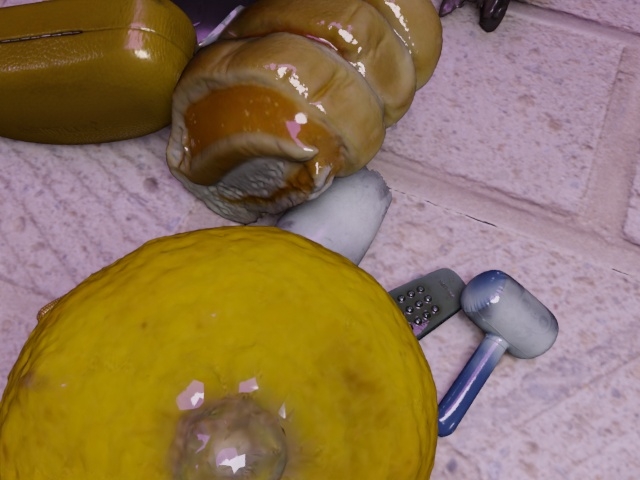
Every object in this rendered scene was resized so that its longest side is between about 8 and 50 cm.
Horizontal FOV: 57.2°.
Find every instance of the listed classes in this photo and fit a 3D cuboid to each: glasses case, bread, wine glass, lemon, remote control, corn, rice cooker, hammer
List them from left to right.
[{"bbox_3d":[-0.335,-0.211,0.779,0.371,0.173,0.141,0,77,17],"label":"glasses case"},{"bbox_3d":[-0.297,0.079,0.710,0.092,0.037,0.037,-27,64,-18],"label":"corn"},{"bbox_3d":[-0.159,-0.299,0.882,0.202,0.118,0.142,-1,61,-2],"label":"rice cooker"},{"bbox_3d":[-0.073,0.152,0.482,0.349,0.387,0.350,4,73,-14],"label":"lemon"},{"bbox_3d":[-0.024,-0.204,0.718,0.210,0.300,0.341,49,66,-21],"label":"bread"},{"bbox_3d":[0.000,0.000,0.714,0.111,0.111,0.204,30,68,16],"label":"wine glass"},{"bbox_3d":[0.079,0.103,0.695,0.221,0.042,0.072,-28,64,-14],"label":"remote control"},{"bbox_3d":[0.180,0.134,0.660,0.116,0.069,0.194,40,78,-12],"label":"hammer"}]

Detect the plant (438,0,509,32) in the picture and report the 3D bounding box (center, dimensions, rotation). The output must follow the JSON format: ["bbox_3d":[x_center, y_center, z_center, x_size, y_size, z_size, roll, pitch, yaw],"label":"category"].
[{"bbox_3d":[0.312,-0.485,0.941,0.181,0.194,0.321,42,70,-4],"label":"plant"}]
